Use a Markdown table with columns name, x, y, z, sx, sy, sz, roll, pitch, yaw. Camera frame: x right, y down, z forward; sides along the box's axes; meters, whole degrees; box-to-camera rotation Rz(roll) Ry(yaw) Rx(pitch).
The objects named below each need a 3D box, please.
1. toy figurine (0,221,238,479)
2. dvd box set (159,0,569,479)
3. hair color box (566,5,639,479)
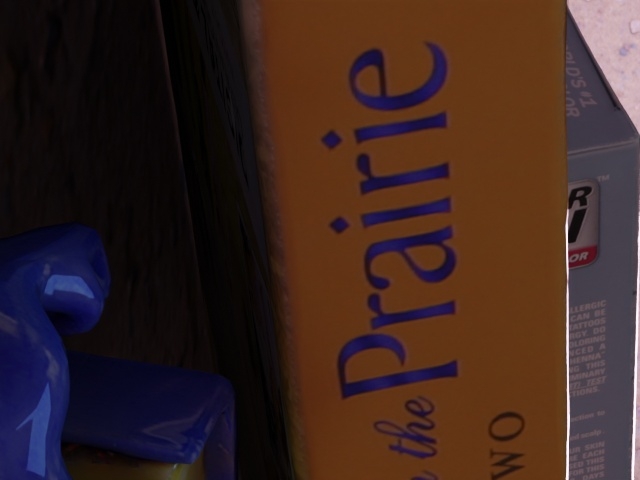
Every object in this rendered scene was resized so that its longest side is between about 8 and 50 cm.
| name | x | y | z | sx | sy | sz | roll | pitch | yaw |
| --- | --- | --- | --- | --- | --- | --- | --- | --- | --- |
| toy figurine | -0.028 | 0.126 | 0.372 | 0.217 | 0.191 | 0.362 | -80 | 169 | -56 |
| dvd box set | 0.000 | 0.000 | 0.520 | 0.308 | 0.062 | 0.420 | -107 | -171 | -54 |
| hair color box | 0.066 | 0.054 | 0.867 | 0.185 | 0.113 | 0.374 | -105 | -173 | -49 |
